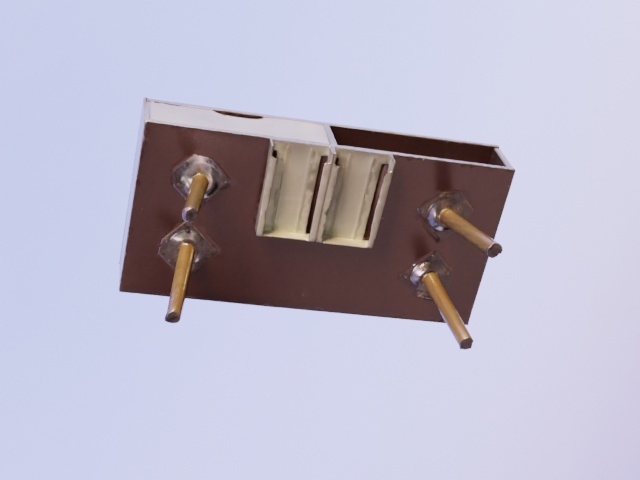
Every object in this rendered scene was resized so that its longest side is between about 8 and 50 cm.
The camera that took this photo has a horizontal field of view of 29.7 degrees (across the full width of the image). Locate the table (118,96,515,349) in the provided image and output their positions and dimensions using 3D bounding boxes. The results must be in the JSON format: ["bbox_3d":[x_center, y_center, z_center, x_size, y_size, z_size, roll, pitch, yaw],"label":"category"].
[{"bbox_3d":[0.000,0.000,0.763,0.111,0.240,0.122,-107,26,-61],"label":"table"}]
